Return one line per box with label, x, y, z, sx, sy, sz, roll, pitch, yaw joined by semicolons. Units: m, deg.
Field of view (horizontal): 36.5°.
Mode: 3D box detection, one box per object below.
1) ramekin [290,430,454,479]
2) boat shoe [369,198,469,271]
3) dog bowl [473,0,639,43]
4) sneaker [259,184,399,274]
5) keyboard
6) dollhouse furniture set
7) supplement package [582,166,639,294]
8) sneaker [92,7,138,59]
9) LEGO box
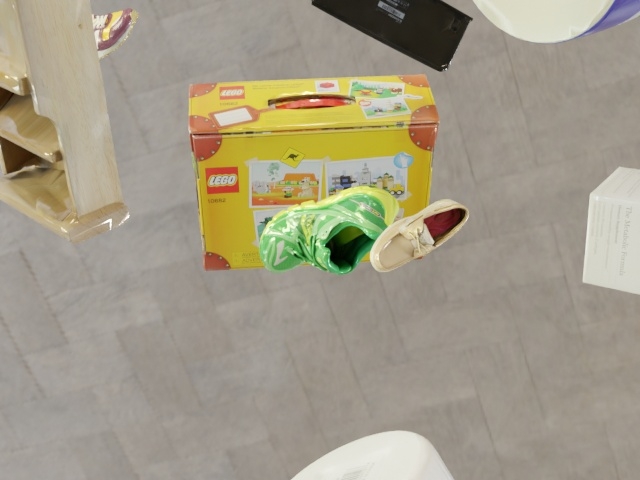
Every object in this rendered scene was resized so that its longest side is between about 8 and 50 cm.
ramekin;0.060;0.370;1.272;0.277;0.277;0.135;-23;101;18
boat shoe;0.150;-0.010;1.455;0.170;0.059;0.063;-36;105;-17
dog bowl;0.264;-0.354;1.061;0.265;0.104;0.265;35;137;41
sneaker;0.000;0.000;1.642;0.295;0.124;0.109;-24;134;39
keyboard;0.147;-0.471;1.833;0.317;0.033;0.202;24;96;-19
dollhouse furniture set;-0.393;-0.087;0.829;0.362;0.394;0.257;24;129;42
supplement package;0.497;-0.001;1.305;0.244;0.134;0.139;12;117;31
sneaker;-0.404;-0.374;1.729;0.185;0.070;0.084;-25;127;38
LEGO box;-0.020;-0.143;2.082;0.499;0.193;0.373;-3;131;-5
